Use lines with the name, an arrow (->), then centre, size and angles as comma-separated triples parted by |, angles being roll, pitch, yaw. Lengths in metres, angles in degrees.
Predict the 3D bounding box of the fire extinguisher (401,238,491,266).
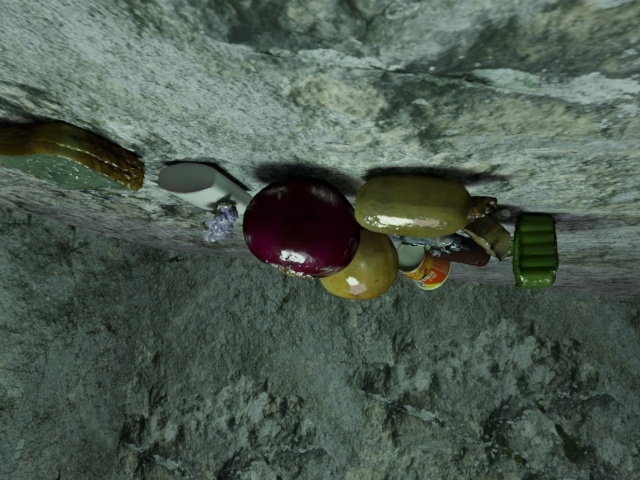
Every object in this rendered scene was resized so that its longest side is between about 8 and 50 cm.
fire extinguisher -> 0.493, 0.032, 1.733 | 0.344, 0.102, 0.138 | 10, 173, -16

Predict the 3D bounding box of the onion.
onion -> -0.042, -0.042, 1.195 | 0.336, 0.282, 0.260 | 21, 167, -4

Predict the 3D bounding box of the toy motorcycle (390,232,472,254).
toy motorcycle -> 0.334, -0.023, 1.418 | 0.173, 0.108, 0.307 | 13, -177, -42

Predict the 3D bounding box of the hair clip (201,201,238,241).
hair clip -> -0.316, -0.058, 1.348 | 0.106, 0.084, 0.292 | -17, 172, -28

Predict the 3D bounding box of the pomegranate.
pomegranate -> 0.141, 0.070, 1.735 | 0.338, 0.338, 0.338 | 7, 171, 1

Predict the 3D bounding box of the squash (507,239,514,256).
squash -> 0.725, 0.031, 1.675 | 0.066, 0.066, 0.229 | 8, 172, -5

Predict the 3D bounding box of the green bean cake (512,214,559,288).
green bean cake -> 0.636, 0.038, 1.305 | 0.113, 0.214, 0.200 | -1, 169, 20

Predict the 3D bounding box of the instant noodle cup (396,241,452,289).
instant noodle cup -> 0.434, 0.090, 1.894 | 0.174, 0.213, 0.213 | 25, 162, -37

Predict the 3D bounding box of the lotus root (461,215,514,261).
lotus root -> 0.499, -0.015, 1.323 | 0.170, 0.074, 0.260 | 40, -173, 21

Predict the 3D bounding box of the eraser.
eraser -> -0.332, -0.144, 1.300 | 0.174, 0.095, 0.270 | 0, 171, 14

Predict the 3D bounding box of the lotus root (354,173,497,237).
lotus root -> 0.246, -0.079, 1.062 | 0.342, 0.151, 0.169 | 7, 172, 19

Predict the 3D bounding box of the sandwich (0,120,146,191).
sandwich -> -0.657, -0.209, 1.139 | 0.301, 0.099, 0.271 | 4, 171, 25

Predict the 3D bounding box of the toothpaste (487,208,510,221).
toothpaste -> 0.524, -0.067, 1.320 | 0.048, 0.031, 0.190 | 4, 174, 2
